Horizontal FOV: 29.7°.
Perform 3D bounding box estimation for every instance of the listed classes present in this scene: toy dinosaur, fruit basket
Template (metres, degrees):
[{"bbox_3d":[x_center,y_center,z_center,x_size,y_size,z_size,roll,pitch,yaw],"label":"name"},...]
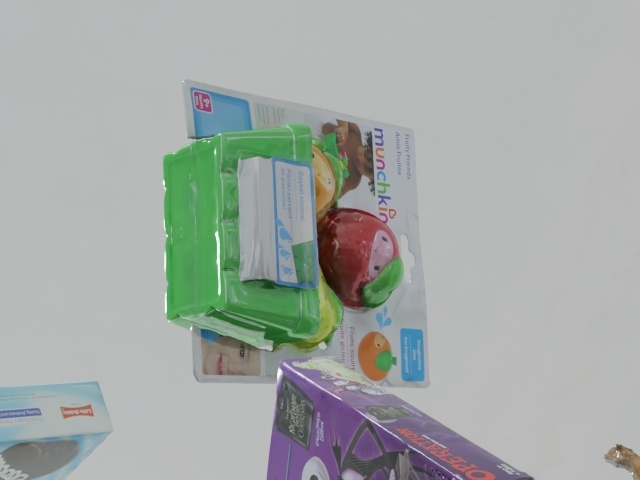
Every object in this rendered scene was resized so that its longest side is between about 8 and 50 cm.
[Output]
[{"bbox_3d":[0.407,0.313,1.367,0.211,0.064,0.112,36,-100,16],"label":"toy dinosaur"},{"bbox_3d":[0.000,0.000,1.347,0.353,0.327,0.165,7,-15,-36],"label":"fruit basket"}]

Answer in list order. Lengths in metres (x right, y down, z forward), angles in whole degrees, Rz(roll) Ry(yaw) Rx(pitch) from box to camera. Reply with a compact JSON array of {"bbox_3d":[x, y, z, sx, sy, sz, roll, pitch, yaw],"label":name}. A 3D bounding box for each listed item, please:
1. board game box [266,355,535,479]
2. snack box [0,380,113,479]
[{"bbox_3d":[0.023,0.265,0.722,0.056,0.208,0.347,0,-77,-27],"label":"board game box"},{"bbox_3d":[-0.353,0.235,1.140,0.187,0.060,0.322,1,-34,-40],"label":"snack box"}]
